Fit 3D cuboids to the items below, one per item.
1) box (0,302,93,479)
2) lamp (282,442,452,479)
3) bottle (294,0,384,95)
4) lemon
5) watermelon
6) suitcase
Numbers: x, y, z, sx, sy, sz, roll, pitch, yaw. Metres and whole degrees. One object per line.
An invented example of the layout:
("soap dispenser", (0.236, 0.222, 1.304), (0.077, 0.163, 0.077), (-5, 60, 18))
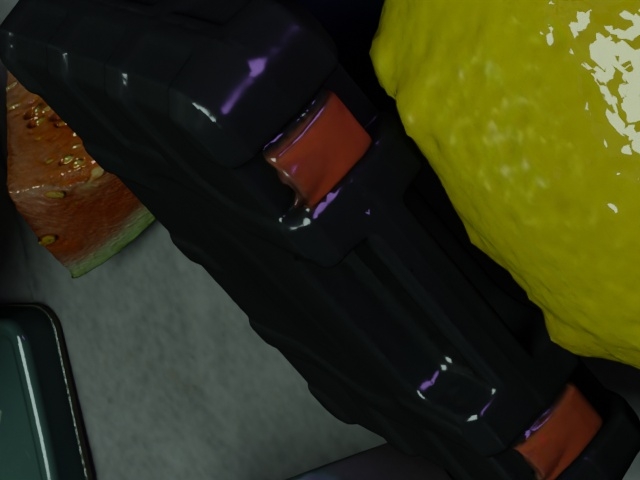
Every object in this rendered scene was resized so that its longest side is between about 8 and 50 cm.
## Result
("box", (-0.189, 0.102, 1.152), (0.091, 0.031, 0.126), (0, 105, 39))
("lamp", (0.000, 0.273, 0.932), (0.247, 0.247, 0.301), (-26, 82, 39))
("bottle", (0.000, -0.096, 0.896), (0.244, 0.072, 0.082), (-58, 47, 36))
("lemon", (0.149, -0.069, 0.687), (0.288, 0.233, 0.233), (49, 130, 12))
("watermelon", (-0.132, -0.032, 1.016), (0.125, 0.094, 0.135), (21, 122, 24))
("suitcase", (0.000, 0.000, 0.815), (0.285, 0.066, 0.206), (49, 166, -32))
